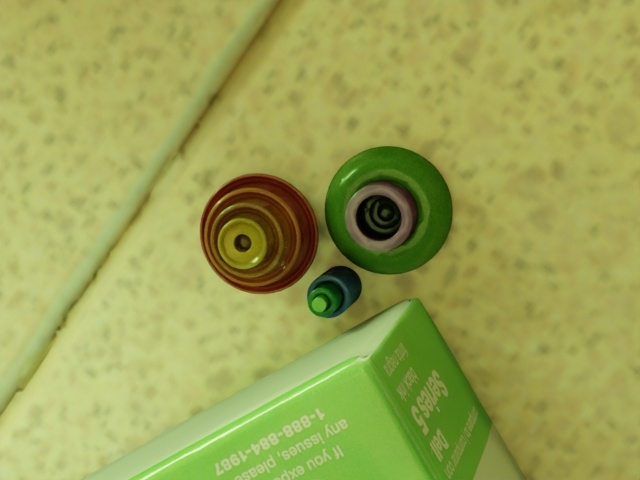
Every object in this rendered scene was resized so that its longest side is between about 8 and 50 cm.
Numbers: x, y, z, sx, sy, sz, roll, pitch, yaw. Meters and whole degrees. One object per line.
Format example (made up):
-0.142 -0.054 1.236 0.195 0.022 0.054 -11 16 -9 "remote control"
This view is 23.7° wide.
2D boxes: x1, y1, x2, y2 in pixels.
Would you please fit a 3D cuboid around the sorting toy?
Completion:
0.000 0.000 0.592 0.102 0.042 0.061 -11 96 13 "sorting toy"

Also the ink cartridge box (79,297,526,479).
0.014 0.192 0.581 0.198 0.115 0.273 -30 91 15 "ink cartridge box"
